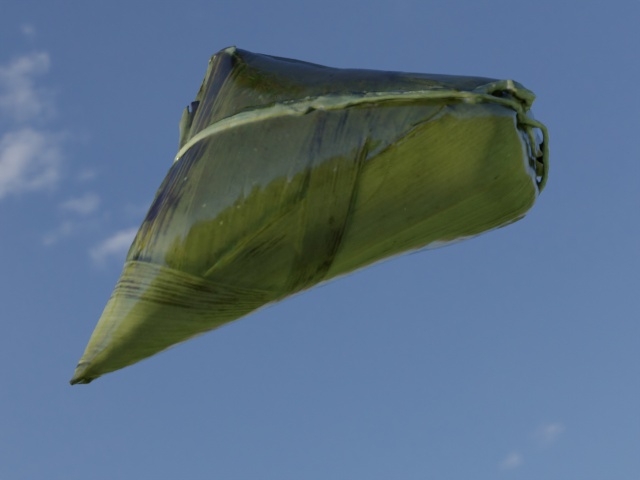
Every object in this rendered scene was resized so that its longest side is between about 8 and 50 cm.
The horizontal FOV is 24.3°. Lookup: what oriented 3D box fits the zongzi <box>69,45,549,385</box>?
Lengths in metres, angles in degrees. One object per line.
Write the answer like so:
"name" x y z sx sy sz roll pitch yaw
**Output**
"zongzi" 0.000 0.000 0.393 0.104 0.113 0.052 5 -40 26
